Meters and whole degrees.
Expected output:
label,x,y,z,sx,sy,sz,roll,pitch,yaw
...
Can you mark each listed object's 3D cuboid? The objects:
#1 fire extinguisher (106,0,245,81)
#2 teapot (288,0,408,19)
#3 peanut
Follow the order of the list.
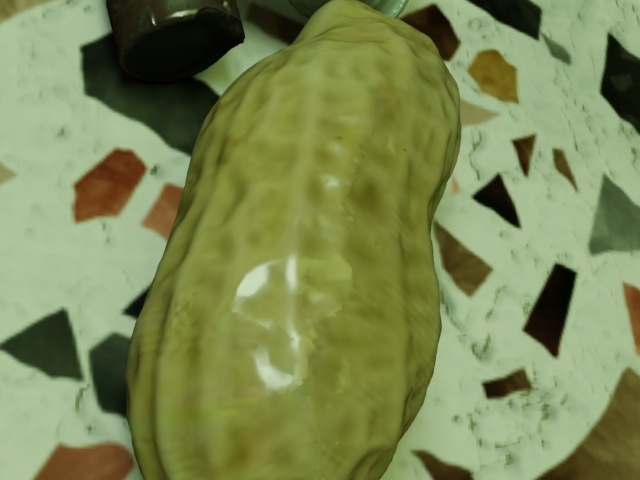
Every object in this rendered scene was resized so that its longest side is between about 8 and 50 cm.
label,x,y,z,sx,sy,sz,roll,pitch,yaw
fire extinguisher,-0.097,-0.224,0.786,0.089,0.072,0.267,-11,70,-10
teapot,-0.004,-0.198,0.746,0.200,0.107,0.077,45,16,-53
peanut,0.000,0.000,0.687,0.153,0.140,0.325,41,48,-25
